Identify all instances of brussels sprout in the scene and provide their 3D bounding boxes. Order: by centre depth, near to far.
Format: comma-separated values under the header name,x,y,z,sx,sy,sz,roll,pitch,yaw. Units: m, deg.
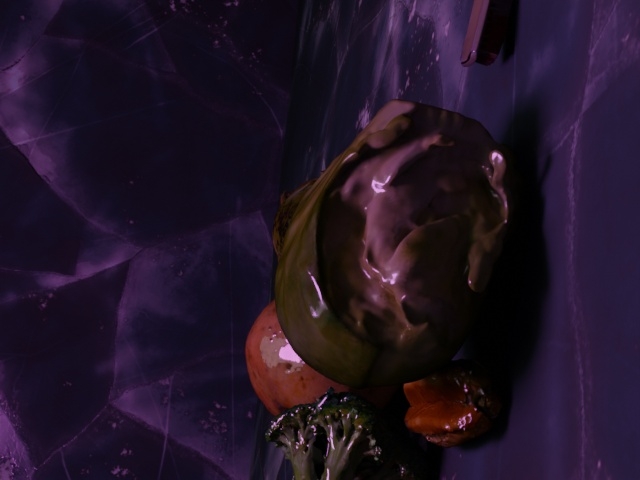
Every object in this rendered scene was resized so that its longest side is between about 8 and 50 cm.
name,x,y,z,sx,sy,sz,roll,pitch,yaw
brussels sprout,0.093,0.011,1.285,0.315,0.276,0.371,107,-175,-82

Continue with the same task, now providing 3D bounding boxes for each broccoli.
name,x,y,z,sx,sy,sz,roll,pitch,yaw
broccoli,0.032,0.371,1.477,0.254,0.269,0.269,-26,51,42

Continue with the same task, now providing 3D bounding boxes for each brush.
name,x,y,z,sx,sy,sz,roll,pitch,yaw
brush,0.256,-0.394,1.410,0.060,0.050,0.321,126,158,-75

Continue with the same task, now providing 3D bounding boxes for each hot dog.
name,x,y,z,sx,sy,sz,roll,pitch,yaw
hot dog,0.170,0.217,1.325,0.269,0.072,0.115,148,129,-75

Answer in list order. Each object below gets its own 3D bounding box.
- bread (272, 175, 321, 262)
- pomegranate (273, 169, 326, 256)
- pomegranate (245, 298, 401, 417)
name,x,y,z,sx,sy,sz,roll,pitch,yaw
bread,0.001,-0.006,2.105,0.196,0.238,0.252,62,178,-22
pomegranate,0.045,0.008,1.824,0.222,0.276,0.204,7,58,43
pomegranate,0.013,0.197,1.682,0.281,0.281,0.281,-172,90,-80
